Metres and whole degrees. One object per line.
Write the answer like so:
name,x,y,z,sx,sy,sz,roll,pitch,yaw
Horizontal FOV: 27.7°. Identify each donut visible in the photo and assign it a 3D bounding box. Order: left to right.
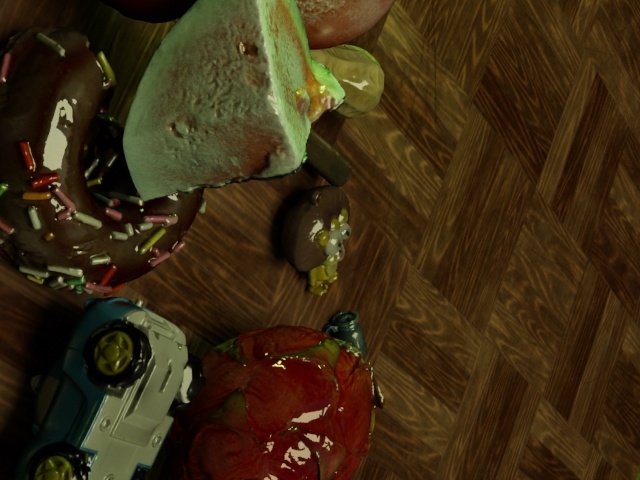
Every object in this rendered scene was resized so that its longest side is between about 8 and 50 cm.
donut,-0.279,-0.071,1.550,0.345,0.136,0.259,47,58,-47

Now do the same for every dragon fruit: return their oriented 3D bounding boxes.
dragon fruit,-0.067,0.262,1.808,0.277,0.277,0.343,48,61,-48

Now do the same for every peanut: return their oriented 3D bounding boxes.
peanut,0.012,-0.239,1.920,0.274,0.125,0.111,3,111,-54

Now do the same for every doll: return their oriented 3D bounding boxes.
doll,0.005,-0.005,1.997,0.145,0.096,0.188,-60,150,-15

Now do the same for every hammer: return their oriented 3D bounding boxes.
hammer,-0.043,-0.154,1.823,0.168,0.044,0.440,-51,157,1

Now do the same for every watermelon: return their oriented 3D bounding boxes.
watermelon,-0.067,-0.179,1.488,0.319,0.214,0.290,-19,141,-32

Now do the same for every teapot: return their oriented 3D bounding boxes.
teapot,0.040,0.160,2.126,0.049,0.063,0.083,-81,160,-64

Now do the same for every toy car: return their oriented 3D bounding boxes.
toy car,-0.277,0.220,1.587,0.314,0.166,0.198,-66,152,-6

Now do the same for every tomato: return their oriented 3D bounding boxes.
tomato,0.001,-0.401,1.759,0.270,0.227,0.270,17,65,-41

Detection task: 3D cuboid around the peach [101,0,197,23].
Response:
peach,-0.209,-0.389,1.458,0.201,0.257,0.362,-65,146,-29
